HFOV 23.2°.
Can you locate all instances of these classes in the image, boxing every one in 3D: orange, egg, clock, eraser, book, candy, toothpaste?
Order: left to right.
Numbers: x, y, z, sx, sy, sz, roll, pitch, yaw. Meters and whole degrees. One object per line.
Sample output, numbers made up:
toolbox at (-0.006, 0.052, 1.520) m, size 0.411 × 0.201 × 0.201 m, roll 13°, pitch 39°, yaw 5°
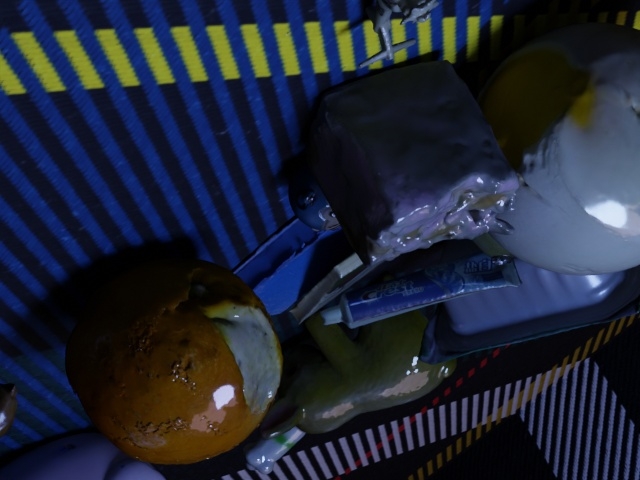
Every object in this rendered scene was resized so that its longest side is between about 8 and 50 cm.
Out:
clock at (-0.391, 0.433, 2.205) m, size 0.368 × 0.250 × 0.377 m, roll -38°, pitch 167°, yaw 28°
orange at (-0.162, 0.134, 1.761) m, size 0.240 × 0.240 × 0.240 m, roll -27°, pitch 162°, yaw -9°
eraser at (0.000, 0.000, 1.968) m, size 0.312 × 0.042 × 0.144 m, roll -40°, pitch 160°, yaw 30°
book at (0.067, 0.019, 2.026) m, size 0.201 × 0.026 × 0.289 m, roll -36°, pitch 175°, yaw -17°
candy at (0.098, -0.084, 1.664) m, size 0.185 × 0.195 × 0.137 m, roll -16°, pitch 154°, yaw -24°
toothpaste at (0.131, 0.067, 2.082) m, size 0.268 × 0.047 × 0.069 m, roll -16°, pitch -157°, yaw 1°
egg at (0.301, -0.097, 1.792) m, size 0.283 × 0.283 × 0.345 m, roll -24°, pitch 174°, yaw -17°

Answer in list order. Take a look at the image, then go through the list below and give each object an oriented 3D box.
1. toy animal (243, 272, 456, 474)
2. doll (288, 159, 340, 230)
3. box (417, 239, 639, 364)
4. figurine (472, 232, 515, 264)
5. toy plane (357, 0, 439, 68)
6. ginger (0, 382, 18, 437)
toy animal at (0.017, 0.200, 2.351) m, size 0.363 × 0.180 × 0.181 m, roll -24°, pitch 156°, yaw 4°
doll at (0.017, -0.058, 1.774) m, size 0.114 × 0.085 × 0.152 m, roll -62°, pitch 161°, yaw 19°
box at (0.288, 0.018, 2.167) m, size 0.337 × 0.106 × 0.264 m, roll -18°, pitch -146°, yaw 31°
figurine at (0.235, -0.059, 2.016) m, size 0.166 × 0.141 × 0.250 m, roll -23°, pitch 161°, yaw -16°
toy plane at (0.060, -0.223, 1.373) m, size 0.092 × 0.108 × 0.286 m, roll -29°, pitch 175°, yaw -7°
ginger at (-0.444, 0.206, 1.641) m, size 0.133 × 0.107 × 0.309 m, roll 25°, pitch 153°, yaw -31°
